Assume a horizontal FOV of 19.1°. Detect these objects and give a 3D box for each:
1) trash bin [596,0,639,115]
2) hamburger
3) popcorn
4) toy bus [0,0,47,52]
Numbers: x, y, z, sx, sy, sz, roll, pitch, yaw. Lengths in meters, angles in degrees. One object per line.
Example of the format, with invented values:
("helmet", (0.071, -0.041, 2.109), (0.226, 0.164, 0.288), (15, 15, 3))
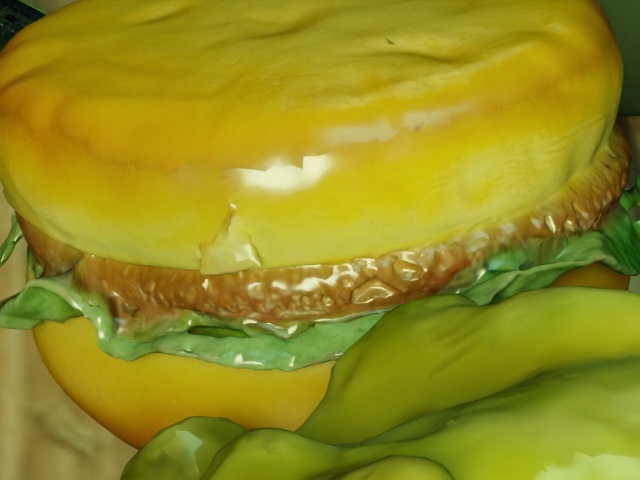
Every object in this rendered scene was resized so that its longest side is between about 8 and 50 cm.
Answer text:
("trash bin", (0.060, -0.183, 0.916), (0.343, 0.158, 0.223), (0, 48, -25))
("hamburger", (-0.001, 0.000, 0.677), (0.246, 0.170, 0.246), (-5, 25, 2))
("popcorn", (0.067, 0.125, 0.504), (0.250, 0.235, 0.242), (0, 35, -9))
("toy bus", (-0.144, -0.070, 0.794), (0.031, 0.037, 0.083), (26, 41, 2))
